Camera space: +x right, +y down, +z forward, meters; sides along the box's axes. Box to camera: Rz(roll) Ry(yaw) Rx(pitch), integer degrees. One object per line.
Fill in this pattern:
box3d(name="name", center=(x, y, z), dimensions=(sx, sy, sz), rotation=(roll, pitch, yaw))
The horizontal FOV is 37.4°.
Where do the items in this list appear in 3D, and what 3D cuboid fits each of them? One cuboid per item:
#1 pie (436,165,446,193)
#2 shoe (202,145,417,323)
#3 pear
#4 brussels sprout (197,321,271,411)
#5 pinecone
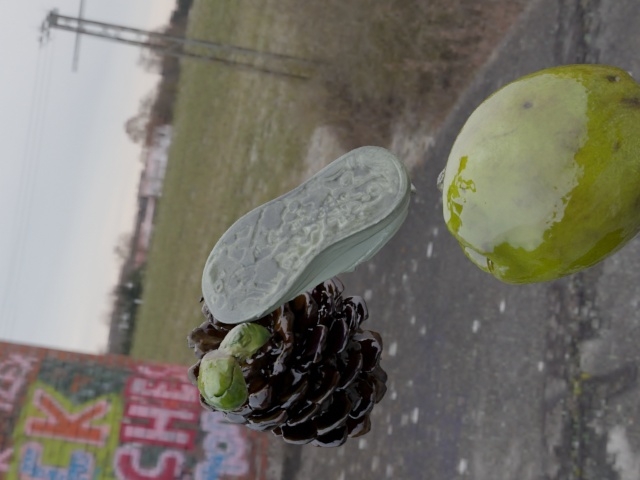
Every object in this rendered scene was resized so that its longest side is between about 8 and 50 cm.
box3d(name="pie", center=(0.217, -0.106, 1.167), dimensions=(0.163, 0.079, 0.193), rotation=(-55, -12, 19))
box3d(name="shoe", center=(0.000, 0.000, 1.226), dimensions=(0.124, 0.316, 0.159), rotation=(62, -160, 16))
box3d(name="pear", center=(0.124, -0.037, 0.498), dimensions=(0.131, 0.107, 0.107), rotation=(-46, 13, 9))
box3d(name="brussels sprout", center=(-0.079, 0.109, 0.844), dimensions=(0.051, 0.046, 0.083), rotation=(47, -122, -51))
box3d(name="pinecone", center=(-0.053, 0.160, 1.422), dimensions=(0.242, 0.296, 0.298), rotation=(-55, 44, 17))
